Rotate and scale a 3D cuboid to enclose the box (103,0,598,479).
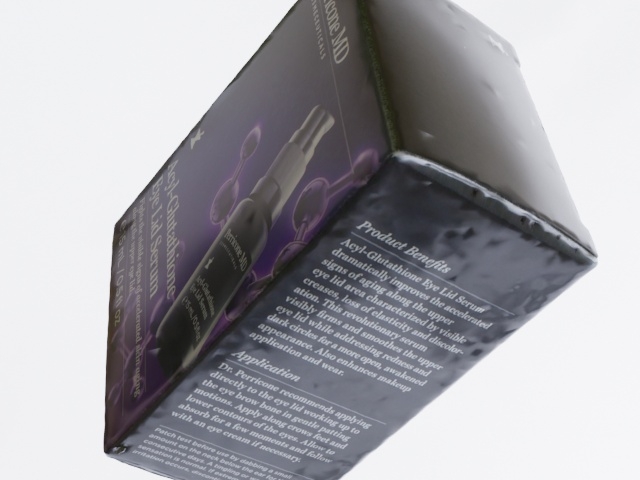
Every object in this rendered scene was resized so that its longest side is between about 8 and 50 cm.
[{"bbox_3d":[0.000,0.000,0.508,0.207,0.108,0.153,-47,-147,29],"label":"box"}]
